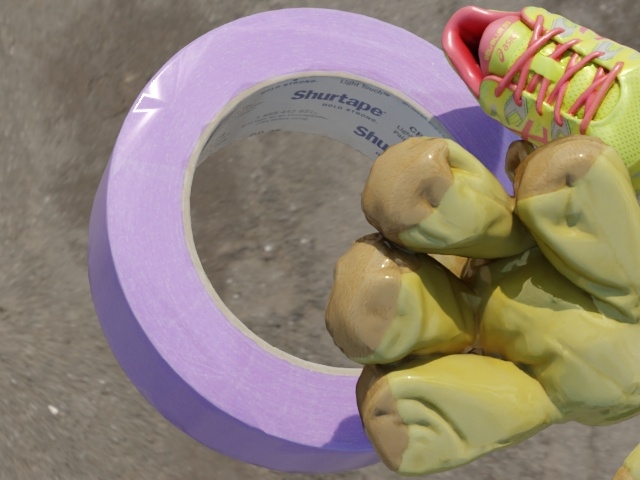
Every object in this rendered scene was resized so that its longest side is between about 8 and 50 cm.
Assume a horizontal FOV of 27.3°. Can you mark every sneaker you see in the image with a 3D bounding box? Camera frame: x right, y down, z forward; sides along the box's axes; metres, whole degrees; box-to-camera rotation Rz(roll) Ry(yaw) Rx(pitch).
[{"bbox_3d":[0.128,-0.081,0.707,0.094,0.208,0.081,30,91,-28],"label":"sneaker"}]

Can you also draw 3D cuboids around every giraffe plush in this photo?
[{"bbox_3d":[0.107,0.022,0.694,0.210,0.170,0.181,16,103,-6],"label":"giraffe plush"}]

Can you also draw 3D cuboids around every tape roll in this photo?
[{"bbox_3d":[0.000,0.000,0.806,0.274,0.090,0.275,6,69,-16],"label":"tape roll"}]
